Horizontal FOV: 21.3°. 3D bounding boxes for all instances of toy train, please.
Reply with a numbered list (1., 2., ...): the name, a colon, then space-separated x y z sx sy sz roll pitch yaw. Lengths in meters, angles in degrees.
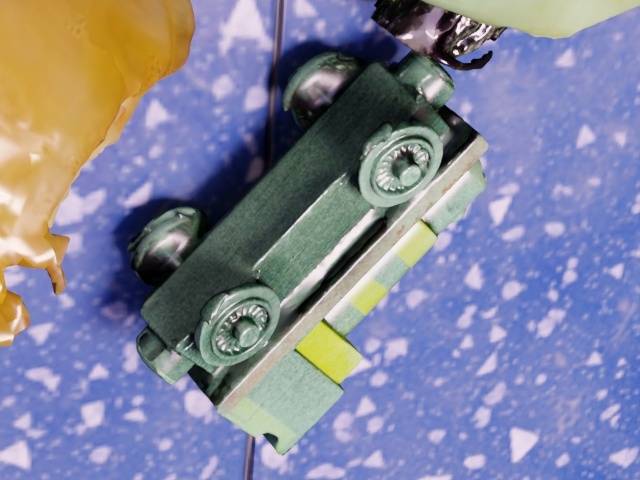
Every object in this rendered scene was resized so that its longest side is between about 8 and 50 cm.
1. toy train: 0.000 0.000 0.834 0.200 0.083 0.132 -44 141 3

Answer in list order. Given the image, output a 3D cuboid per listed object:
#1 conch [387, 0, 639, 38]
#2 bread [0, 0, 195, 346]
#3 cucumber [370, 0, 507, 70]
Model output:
1. conch: 0.034 -0.172 0.697 0.143 0.137 0.250 -49 131 -15
2. bread: -0.266 -0.067 0.531 0.361 0.250 0.394 -43 129 1
3. cucumber: 0.117 -0.187 0.784 0.067 0.067 0.245 29 102 -38
